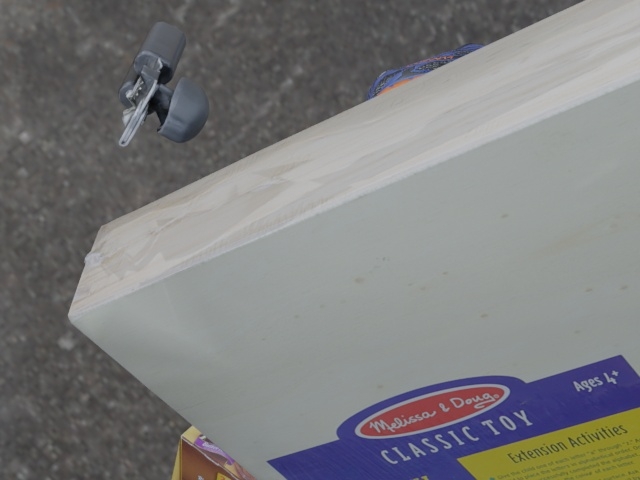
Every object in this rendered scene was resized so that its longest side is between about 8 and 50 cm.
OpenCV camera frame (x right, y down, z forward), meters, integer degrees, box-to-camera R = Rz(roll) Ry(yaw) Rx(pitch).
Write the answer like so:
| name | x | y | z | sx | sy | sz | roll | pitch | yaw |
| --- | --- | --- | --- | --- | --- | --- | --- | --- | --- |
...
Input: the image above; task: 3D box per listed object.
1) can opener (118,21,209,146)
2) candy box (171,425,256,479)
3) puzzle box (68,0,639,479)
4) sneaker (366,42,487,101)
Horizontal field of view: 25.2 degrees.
| name | x | y | z | sx | sy | sz | roll | pitch | yaw |
| --- | --- | --- | --- | --- | --- | --- | --- | --- | --- |
| can opener | -0.167 | -0.164 | 1.567 | 0.076 | 0.095 | 0.283 | -60 | 10 | 19 |
| candy box | -0.090 | 0.258 | 1.358 | 0.109 | 0.187 | 0.053 | 33 | 44 | 19 |
| puzzle box | 0.150 | 0.026 | 0.490 | 0.409 | 0.272 | 0.052 | -21 | 39 | 30 |
| sneaker | 0.132 | -0.107 | 0.986 | 0.221 | 0.083 | 0.087 | -6 | 28 | -13 |
